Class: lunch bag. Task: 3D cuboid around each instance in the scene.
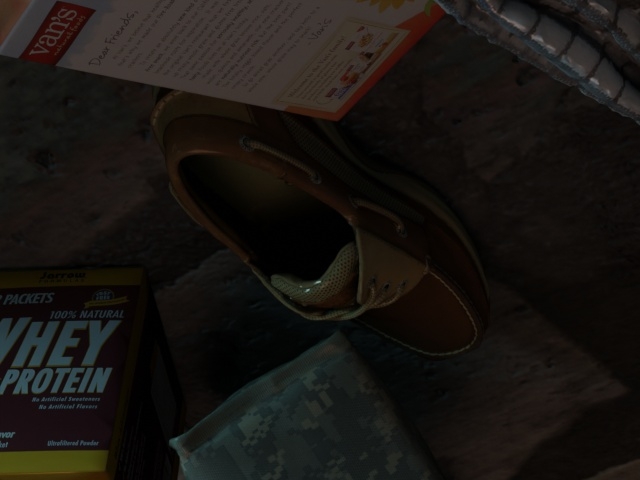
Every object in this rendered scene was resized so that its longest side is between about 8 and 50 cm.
[{"bbox_3d":[0.008,0.208,0.936,0.169,0.235,0.287,-32,176,-11],"label":"lunch bag"}]

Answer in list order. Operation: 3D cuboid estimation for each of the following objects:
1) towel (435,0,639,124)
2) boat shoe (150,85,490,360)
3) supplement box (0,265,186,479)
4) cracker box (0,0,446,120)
[{"bbox_3d":[0.172,-0.151,0.579,0.284,0.235,0.121,25,127,-23],"label":"towel"},{"bbox_3d":[0.000,0.000,0.835,0.123,0.120,0.324,-28,129,30],"label":"boat shoe"},{"bbox_3d":[-0.194,0.154,0.963,0.129,0.191,0.194,-2,137,6],"label":"supplement box"},{"bbox_3d":[-0.040,-0.149,0.654,0.232,0.067,0.156,6,144,-41],"label":"cracker box"}]
